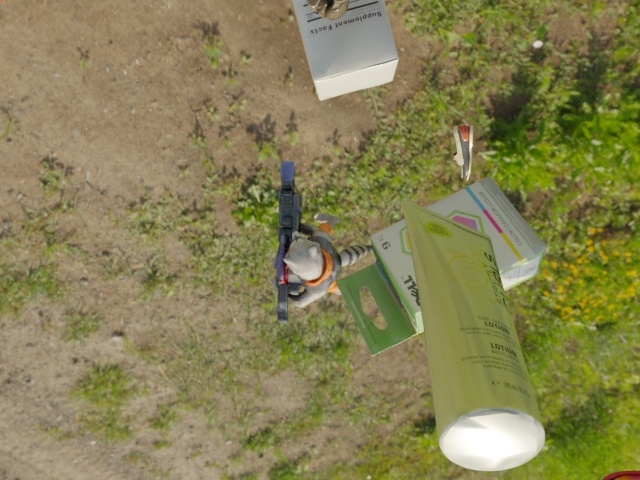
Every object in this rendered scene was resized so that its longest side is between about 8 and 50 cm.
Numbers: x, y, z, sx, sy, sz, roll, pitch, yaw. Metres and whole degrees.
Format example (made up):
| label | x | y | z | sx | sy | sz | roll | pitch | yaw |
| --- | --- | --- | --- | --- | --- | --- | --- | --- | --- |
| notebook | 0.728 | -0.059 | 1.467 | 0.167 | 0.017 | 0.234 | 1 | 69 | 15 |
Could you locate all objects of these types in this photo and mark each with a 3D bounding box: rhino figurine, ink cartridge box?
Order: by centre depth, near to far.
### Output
| label | x | y | z | sx | sy | sz | roll | pitch | yaw |
| --- | --- | --- | --- | --- | --- | --- | --- | --- | --- |
| ink cartridge box | 0.124 | 0.027 | 0.637 | 0.209 | 0.109 | 0.062 | -26 | 147 | -2 |
| rhino figurine | 0.056 | -0.479 | 0.964 | 0.073 | 0.106 | 0.243 | 30 | 97 | -2 |

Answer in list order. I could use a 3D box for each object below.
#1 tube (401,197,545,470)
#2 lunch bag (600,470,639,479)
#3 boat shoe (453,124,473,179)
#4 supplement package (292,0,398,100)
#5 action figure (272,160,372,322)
| label | x | y | z | sx | sy | sz | roll | pitch | yaw |
| --- | --- | --- | --- | --- | --- | --- | --- | --- | --- |
| tube | 0.106 | 0.047 | 0.429 | 0.062 | 0.240 | 0.070 | -18 | 121 | 17 |
| lunch bag | 0.367 | 0.379 | 0.554 | 0.258 | 0.293 | 0.120 | 2 | 135 | 14 |
| boat shoe | 0.321 | -0.198 | 1.305 | 0.043 | 0.049 | 0.137 | 2 | 129 | 15 |
| supplement package | 0.039 | -0.468 | 1.193 | 0.175 | 0.177 | 0.293 | -14 | 91 | 3 |
| action figure | 0.000 | 0.000 | 1.252 | 0.178 | 0.330 | 0.341 | 2 | 96 | 15 |
